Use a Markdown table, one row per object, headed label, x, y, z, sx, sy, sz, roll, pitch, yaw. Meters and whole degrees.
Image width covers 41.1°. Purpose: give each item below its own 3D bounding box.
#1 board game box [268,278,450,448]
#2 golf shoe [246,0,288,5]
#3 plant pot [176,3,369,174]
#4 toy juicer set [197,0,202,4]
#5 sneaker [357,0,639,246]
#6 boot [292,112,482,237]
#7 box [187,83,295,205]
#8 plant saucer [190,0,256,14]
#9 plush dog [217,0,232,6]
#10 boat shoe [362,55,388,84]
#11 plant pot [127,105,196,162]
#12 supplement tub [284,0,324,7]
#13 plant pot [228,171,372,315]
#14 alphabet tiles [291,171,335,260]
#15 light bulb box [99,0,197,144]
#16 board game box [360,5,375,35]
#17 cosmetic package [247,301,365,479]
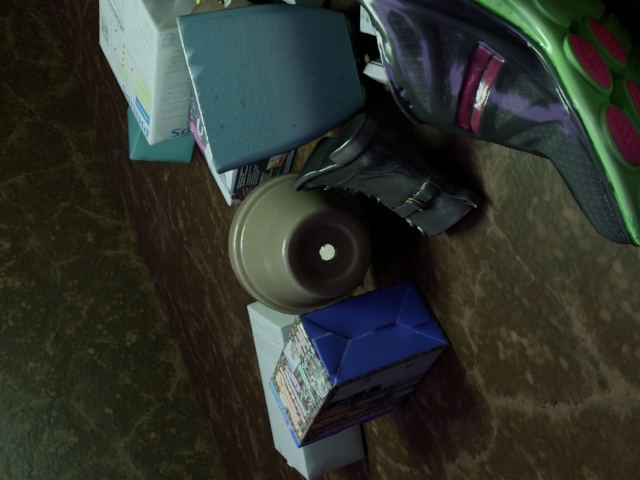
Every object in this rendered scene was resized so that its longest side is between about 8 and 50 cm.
| label | x | y | z | sx | sy | sz | roll | pitch | yaw |
| --- | --- | --- | --- | --- | --- | --- | --- | --- | --- |
| board game box | 0.059 | 0.225 | 1.531 | 0.141 | 0.232 | 0.291 | 62 | 154 | 25 |
| golf shoe | -0.130 | -0.417 | 1.677 | 0.272 | 0.105 | 0.120 | 108 | 146 | -52 |
| plant pot | -0.057 | -0.265 | 1.395 | 0.247 | 0.253 | 0.247 | -62 | -40 | -78 |
| toy juicer set | -0.247 | -0.601 | 1.683 | 0.329 | 0.089 | 0.209 | 44 | 105 | 23 |
| sneaker | 0.193 | -0.185 | 0.914 | 0.482 | 0.185 | 0.202 | 51 | 136 | 8 |
| boot | 0.094 | -0.073 | 1.311 | 0.229 | 0.091 | 0.263 | 35 | 156 | -16 |
| box | -0.180 | -0.227 | 1.857 | 0.247 | 0.142 | 0.163 | 62 | 154 | 25 |
| plant saucer | -0.142 | -0.321 | 1.637 | 0.311 | 0.050 | 0.310 | 25 | 146 | 19 |
| plush dog | -0.052 | -0.465 | 1.314 | 0.262 | 0.226 | 0.210 | -111 | 18 | -44 |
| boat shoe | 0.133 | -0.258 | 1.257 | 0.070 | 0.078 | 0.219 | -68 | 25 | 5 |
| plant pot | -0.397 | -0.336 | 2.200 | 0.234 | 0.166 | 0.165 | 123 | 143 | -55 |
| supplement tub | -0.042 | -0.448 | 1.498 | 0.107 | 0.071 | 0.071 | 46 | 145 | 47 |
| plant pot | -0.016 | 0.015 | 1.470 | 0.229 | 0.263 | 0.262 | -160 | 55 | -76 |
| alphabet tiles | 0.000 | 0.000 | 1.769 | 0.284 | 0.021 | 0.277 | 21 | 124 | 61 |
| light bulb box | -0.342 | -0.479 | 1.937 | 0.357 | 0.225 | 0.361 | 61 | 154 | 24 |
| board game box | 0.163 | -0.355 | 1.085 | 0.303 | 0.098 | 0.223 | 37 | 137 | 51 |
| cosmetic package | -0.033 | 0.312 | 1.885 | 0.197 | 0.155 | 0.365 | 24 | 128 | 61 |
